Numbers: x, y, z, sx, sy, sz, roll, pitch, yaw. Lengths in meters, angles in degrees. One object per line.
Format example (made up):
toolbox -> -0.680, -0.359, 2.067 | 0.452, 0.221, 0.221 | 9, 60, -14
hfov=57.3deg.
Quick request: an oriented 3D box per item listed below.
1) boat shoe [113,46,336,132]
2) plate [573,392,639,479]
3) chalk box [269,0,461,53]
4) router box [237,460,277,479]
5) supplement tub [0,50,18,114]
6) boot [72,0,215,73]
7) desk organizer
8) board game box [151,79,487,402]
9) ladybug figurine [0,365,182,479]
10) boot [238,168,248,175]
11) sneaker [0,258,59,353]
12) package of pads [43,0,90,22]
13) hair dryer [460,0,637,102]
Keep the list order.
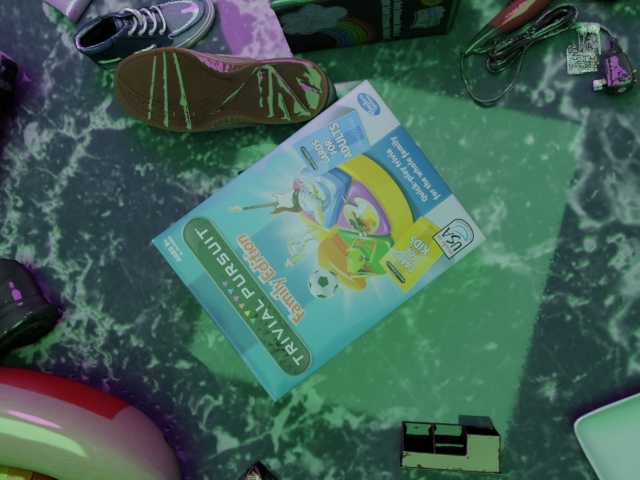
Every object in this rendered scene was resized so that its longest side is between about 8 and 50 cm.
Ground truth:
boat shoe -> -0.129, -0.201, 0.795 | 0.302, 0.098, 0.109 | 3, 101, 12
plate -> 0.505, 0.295, 0.747 | 0.277, 0.045, 0.278 | -27, 87, 5
chalk box -> 0.083, -0.362, 0.728 | 0.289, 0.180, 0.179 | -7, 90, 5
router box -> -0.081, 0.387, 0.817 | 0.122, 0.038, 0.092 | 44, 95, 5
supplement tub -> -0.573, -0.136, 0.789 | 0.207, 0.207, 0.338 | 25, 92, 6
boot -> -0.240, -0.293, 0.810 | 0.190, 0.086, 0.069 | -27, 87, 6
desk organizer -> 0.173, 0.277, 0.784 | 0.130, 0.047, 0.050 | 1, 88, 6
board game box -> 0.000, 0.000, 0.757 | 0.336, 0.079, 0.254 | -38, 90, -3
ladybug figurine -> -0.390, 0.283, 0.761 | 0.449, 0.162, 0.305 | 14, 121, -4
boot -> -0.096, -0.049, 0.815 | 0.121, 0.045, 0.099 | -9, 91, -1
sneaker -> -0.521, 0.133, 0.847 | 0.286, 0.109, 0.130 | -32, 77, -1
package of pads -> -0.358, -0.365, 0.851 | 0.050, 0.032, 0.083 | 35, 94, 3
hair dryer -> 0.300, -0.330, 0.751 | 0.223, 0.080, 0.294 | 2, 90, 7
